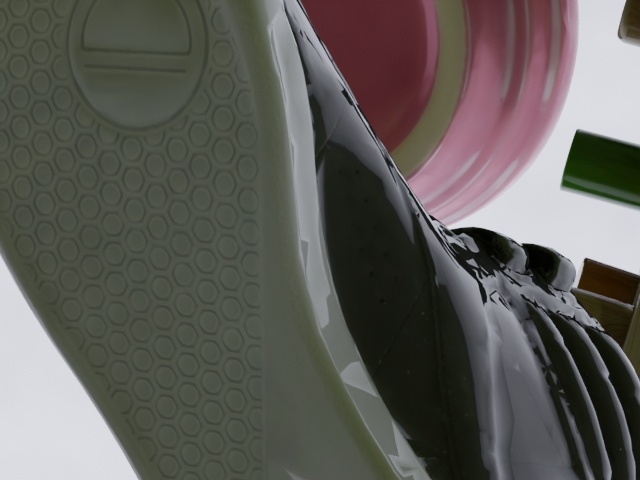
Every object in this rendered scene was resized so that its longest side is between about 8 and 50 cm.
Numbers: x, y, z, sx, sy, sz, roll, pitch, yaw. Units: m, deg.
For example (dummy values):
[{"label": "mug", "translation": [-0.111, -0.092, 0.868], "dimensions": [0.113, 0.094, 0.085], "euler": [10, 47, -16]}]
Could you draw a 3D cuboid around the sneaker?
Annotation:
[{"label": "sneaker", "translation": [0.000, 0.000, 0.508], "dimensions": [0.104, 0.147, 0.295], "euler": [-25, -91, 31]}]

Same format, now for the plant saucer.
[{"label": "plant saucer", "translation": [0.006, -0.152, 1.170], "dimensions": [0.332, 0.332, 0.084], "euler": [28, -149, 22]}]

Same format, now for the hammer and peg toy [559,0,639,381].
[{"label": "hammer and peg toy", "translation": [0.202, -0.084, 0.889], "dimensions": [0.127, 0.266, 0.361], "euler": [17, -89, 9]}]
